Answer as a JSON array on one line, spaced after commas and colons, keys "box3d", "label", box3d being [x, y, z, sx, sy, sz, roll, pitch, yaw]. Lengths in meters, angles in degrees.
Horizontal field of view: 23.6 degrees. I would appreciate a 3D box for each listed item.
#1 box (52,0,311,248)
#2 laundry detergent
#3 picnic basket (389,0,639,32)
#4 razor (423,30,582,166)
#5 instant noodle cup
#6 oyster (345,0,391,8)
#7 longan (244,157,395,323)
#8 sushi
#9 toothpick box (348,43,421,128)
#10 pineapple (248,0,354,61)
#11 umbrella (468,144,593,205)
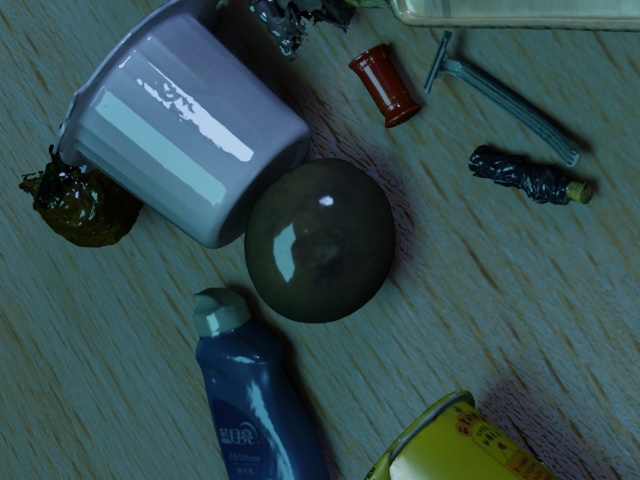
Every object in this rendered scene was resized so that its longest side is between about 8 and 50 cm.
[{"box3d": [-0.123, -0.135, 1.726, 0.206, 0.291, 0.262, 41, 176, 9], "label": "box"}, {"box3d": [-0.089, 0.198, 1.929, 0.143, 0.094, 0.290, -11, 101, 53], "label": "laundry detergent"}, {"box3d": [0.210, -0.305, 1.300, 0.312, 0.175, 0.228, 8, 114, 40], "label": "picnic basket"}, {"box3d": [0.186, -0.133, 1.512, 0.191, 0.037, 0.068, 38, 129, 25], "label": "razor"}, {"box3d": [0.164, 0.355, 1.591, 0.254, 0.325, 0.326, 33, 131, 21], "label": "instant noodle cup"}, {"box3d": [0.093, -0.308, 1.507, 0.133, 0.072, 0.209, 40, 117, 44], "label": "oyster"}, {"box3d": [0.000, 0.000, 1.683, 0.167, 0.167, 0.187, 44, 132, 22], "label": "longan"}, {"box3d": [-0.308, -0.078, 1.996, 0.140, 0.149, 0.287, 48, 172, -20], "label": "sushi"}, {"box3d": [0.069, -0.161, 1.616, 0.047, 0.047, 0.083, -35, 83, 49], "label": "toothpick box"}, {"box3d": [-0.117, -0.335, 1.639, 0.361, 0.175, 0.175, 52, 138, 15], "label": "pineapple"}, {"box3d": [0.208, -0.062, 1.524, 0.144, 0.037, 0.040, 22, 111, 42], "label": "umbrella"}]
